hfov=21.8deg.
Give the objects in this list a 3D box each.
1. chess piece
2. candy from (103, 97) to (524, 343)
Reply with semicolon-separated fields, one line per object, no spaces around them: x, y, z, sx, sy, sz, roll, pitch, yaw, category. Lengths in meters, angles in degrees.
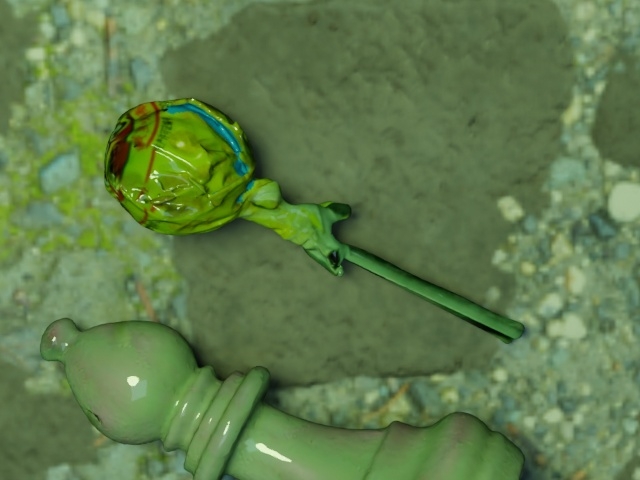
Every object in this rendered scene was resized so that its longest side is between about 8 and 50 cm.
-0.034;0.114;0.928;0.271;0.139;0.139;27;99;4;chess piece
0.001;-0.002;0.930;0.262;0.073;0.077;26;72;-14;candy
